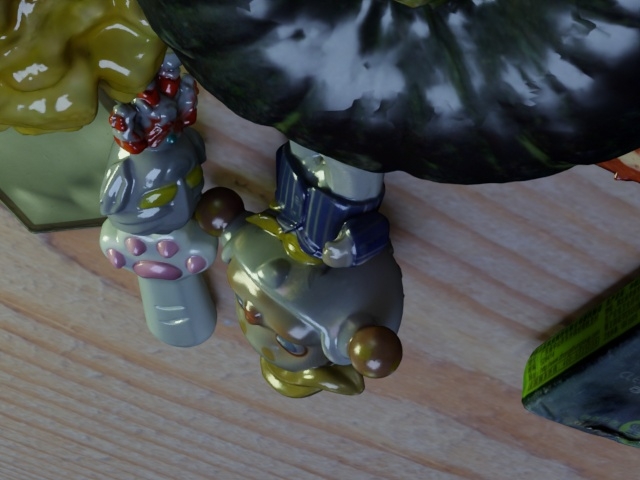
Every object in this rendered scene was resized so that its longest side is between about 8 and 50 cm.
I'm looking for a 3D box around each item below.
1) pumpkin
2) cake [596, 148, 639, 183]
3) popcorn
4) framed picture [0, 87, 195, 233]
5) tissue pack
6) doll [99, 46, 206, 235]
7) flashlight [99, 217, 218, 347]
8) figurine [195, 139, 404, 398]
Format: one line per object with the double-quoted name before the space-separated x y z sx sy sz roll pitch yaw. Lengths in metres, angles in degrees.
"pumpkin" 0.060 -0.176 0.563 0.323 0.241 0.323 9 138 8
"cake" 0.220 -0.125 0.774 0.262 0.159 0.158 29 166 45
"popcorn" -0.185 -0.149 0.711 0.226 0.200 0.203 53 165 -16
"framed picture" -0.207 -0.079 0.996 0.173 0.010 0.231 -5 143 23
"tissue pack" 0.295 0.094 1.061 0.173 0.073 0.235 21 146 -18
"doll" -0.118 -0.061 0.937 0.079 0.094 0.180 39 145 26
"flashlight" -0.125 0.036 1.102 0.093 0.047 0.200 4 150 5
"figurine" -0.007 -0.008 0.961 0.194 0.133 0.274 23 136 43
